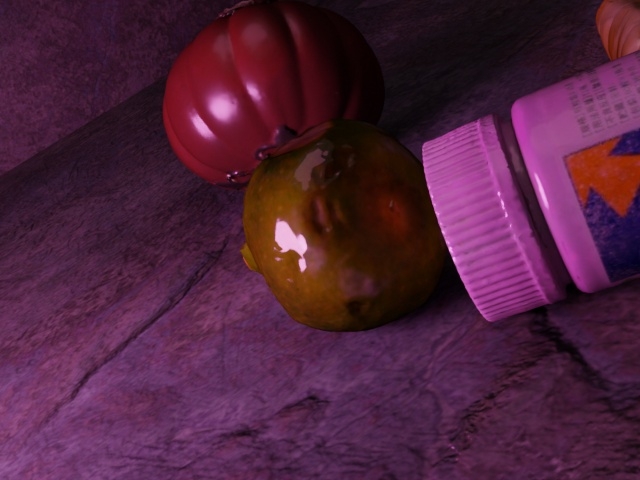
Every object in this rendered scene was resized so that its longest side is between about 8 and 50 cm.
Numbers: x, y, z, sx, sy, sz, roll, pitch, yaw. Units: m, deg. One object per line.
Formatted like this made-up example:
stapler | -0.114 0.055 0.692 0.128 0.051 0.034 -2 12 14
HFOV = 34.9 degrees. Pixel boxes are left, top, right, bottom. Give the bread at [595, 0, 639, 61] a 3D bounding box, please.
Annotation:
bread | 0.400 -0.216 1.094 0.173 0.121 0.311 -18 22 15

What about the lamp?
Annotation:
lamp | -0.064 -0.192 1.380 0.303 0.257 0.303 -16 -16 -5

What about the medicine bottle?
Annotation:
medicine bottle | 0.246 -0.056 0.840 0.290 0.178 0.178 -21 23 15

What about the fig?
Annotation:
fig | 0.000 0.000 1.025 0.206 0.206 0.275 -41 6 -30
